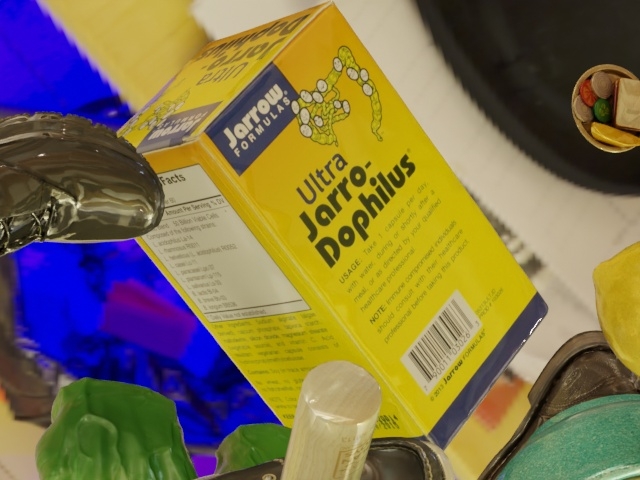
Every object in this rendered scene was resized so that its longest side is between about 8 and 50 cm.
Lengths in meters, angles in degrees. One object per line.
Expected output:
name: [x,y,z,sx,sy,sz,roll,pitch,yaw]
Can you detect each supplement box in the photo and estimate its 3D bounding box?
supplement box: [0.000,0.000,1.544,0.195,0.194,0.356,-49,113,-31]

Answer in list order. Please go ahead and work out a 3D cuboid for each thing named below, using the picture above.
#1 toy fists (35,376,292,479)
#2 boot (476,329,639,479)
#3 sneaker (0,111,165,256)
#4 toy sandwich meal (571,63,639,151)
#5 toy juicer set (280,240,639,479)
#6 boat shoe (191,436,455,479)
toy fists: [-0.095,0.208,1.399,0.279,0.142,0.096,19,113,-21]
boot: [0.167,0.189,1.160,0.091,0.229,0.263,17,103,-6]
sneaker: [-0.251,-0.023,1.227,0.286,0.109,0.130,5,43,-14]
toy sandwich meal: [0.255,-0.114,1.492,0.085,0.029,0.086,4,80,-20]
toy juicer set: [0.111,0.092,0.647,0.329,0.209,0.089,-16,52,3]
boat shoe: [-0.036,0.167,0.987,0.079,0.233,0.084,39,36,-61]
